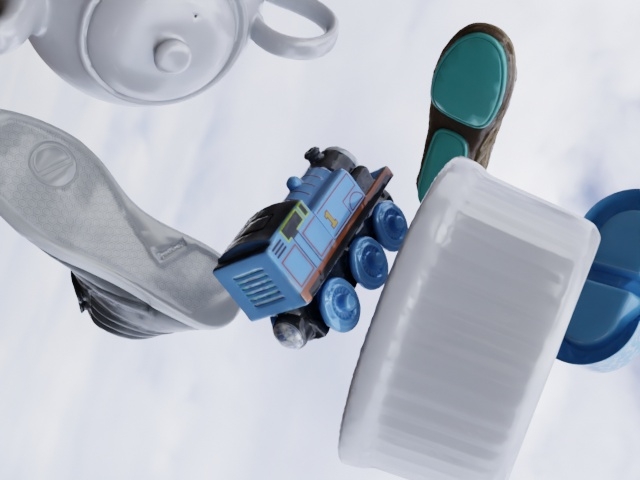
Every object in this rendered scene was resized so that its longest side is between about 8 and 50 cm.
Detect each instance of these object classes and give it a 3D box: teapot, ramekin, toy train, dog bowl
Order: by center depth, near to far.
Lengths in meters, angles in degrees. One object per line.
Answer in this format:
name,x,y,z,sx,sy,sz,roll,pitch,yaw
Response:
toy train,0.000,0.000,0.836,0.080,0.105,0.184,-17,-153,41
ramekin,0.129,0.081,0.900,0.277,0.135,0.277,20,90,-76
teapot,-0.149,-0.214,0.990,0.256,0.252,0.187,-36,-133,7
dog bowl,0.443,0.066,1.622,0.166,0.074,0.297,18,-106,45

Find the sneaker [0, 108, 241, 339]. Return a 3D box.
sneaker,-0.222,0.002,0.992,0.147,0.295,0.105,-28,-150,53

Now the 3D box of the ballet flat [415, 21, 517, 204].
ballet flat,0.214,-0.179,1.492,0.124,0.116,0.342,-45,154,-37
